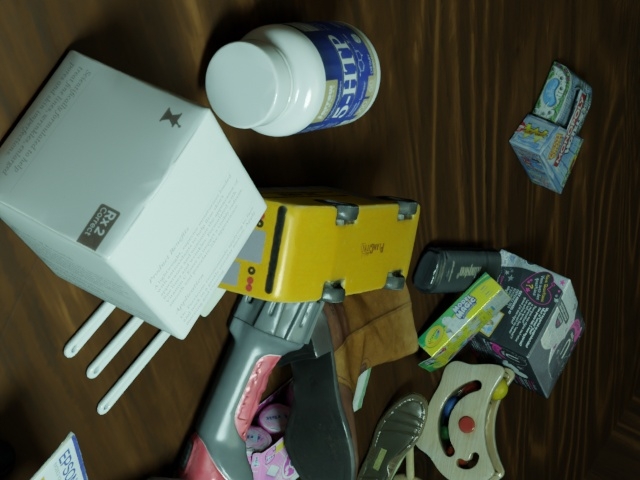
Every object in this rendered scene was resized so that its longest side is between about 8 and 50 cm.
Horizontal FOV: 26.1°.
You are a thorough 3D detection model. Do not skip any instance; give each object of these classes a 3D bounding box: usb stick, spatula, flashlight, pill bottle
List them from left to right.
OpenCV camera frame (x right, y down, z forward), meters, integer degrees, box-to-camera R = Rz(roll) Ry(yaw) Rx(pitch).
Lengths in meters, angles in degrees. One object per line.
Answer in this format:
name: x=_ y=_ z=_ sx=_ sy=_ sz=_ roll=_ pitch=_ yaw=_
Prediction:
spatula: x=-0.167 y=0.063 z=1.432 sx=0.242 sy=0.019 sz=0.168 roll=-53 pitch=154 yaw=-26
flashlight: x=-0.085 y=0.194 z=1.617 sx=0.103 sy=0.103 sz=0.304 roll=17 pitch=98 yaw=-64
pill bottle: x=-0.029 y=-0.162 z=1.384 sx=0.187 sy=0.112 sz=0.112 roll=-19 pitch=130 yaw=-58
usb stick: x=0.217 y=0.046 z=2.147 sx=0.278 sy=0.045 sz=0.077 roll=2 pitch=111 yaw=-63

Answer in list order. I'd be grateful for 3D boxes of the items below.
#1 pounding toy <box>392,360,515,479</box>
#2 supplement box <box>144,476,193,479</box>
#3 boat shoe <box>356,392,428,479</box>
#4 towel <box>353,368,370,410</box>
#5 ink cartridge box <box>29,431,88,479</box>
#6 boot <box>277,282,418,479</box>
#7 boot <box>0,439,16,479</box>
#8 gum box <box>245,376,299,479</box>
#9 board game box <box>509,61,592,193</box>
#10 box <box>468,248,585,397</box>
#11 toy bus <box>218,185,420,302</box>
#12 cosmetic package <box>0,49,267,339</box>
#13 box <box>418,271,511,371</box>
pounding toy: x=0.237 y=0.328 z=2.320 sx=0.269 sy=0.154 sz=0.155 roll=-65 pitch=156 yaw=0
supplement box: x=-0.188 y=0.398 z=1.537 sx=0.130 sy=0.073 sz=0.239 roll=-15 pitch=102 yaw=-59
boat shoe: x=0.114 y=0.321 z=2.192 sx=0.190 sy=0.068 sz=0.072 roll=-59 pitch=169 yaw=11
towel: x=0.024 y=0.206 z=1.948 sx=0.152 sy=0.023 sz=0.113 roll=-16 pitch=124 yaw=-56
ink cartridge box: x=-0.336 y=0.357 z=1.274 sx=0.330 sy=0.071 sz=0.324 roll=-52 pitch=160 yaw=-30
boot: x=0.045 y=0.174 z=1.797 sx=0.280 sy=0.096 sz=0.264 roll=-22 pitch=94 yaw=-58
boot: x=-0.309 y=0.170 z=1.217 sx=0.121 sy=0.045 sz=0.099 roll=-12 pitch=127 yaw=-53
gum box: x=-0.056 y=0.262 z=1.783 sx=0.188 sy=0.062 sz=0.107 roll=-35 pitch=142 yaw=-47
board game box: x=0.378 y=-0.183 z=2.237 sx=0.194 sy=0.060 sz=0.194 roll=8 pitch=106 yaw=-65
box: x=0.360 y=0.149 z=2.409 sx=0.163 sy=0.142 sz=0.247 roll=-59 pitch=155 yaw=-12
toy bus: x=0.000 y=0.000 z=1.547 sx=0.333 sy=0.130 sz=0.108 roll=-7 pitch=107 yaw=-65
cosmetic package: x=-0.165 y=-0.036 z=1.182 sx=0.151 sy=0.151 sz=0.183 roll=-58 pitch=155 yaw=-16
box: x=0.220 y=0.134 z=2.187 sx=0.179 sy=0.043 sz=0.105 roll=-47 pitch=159 yaw=2
